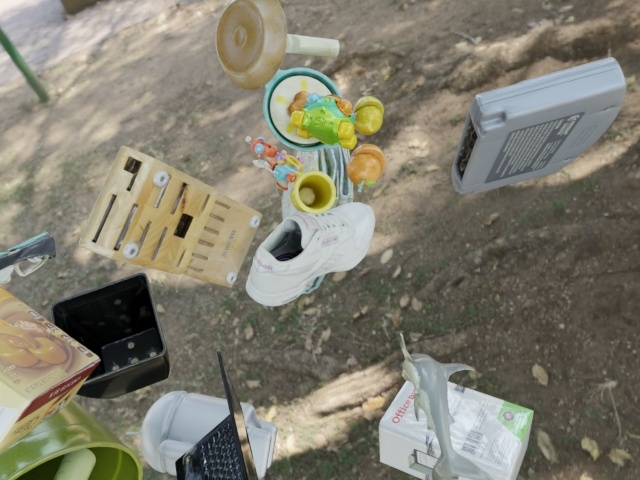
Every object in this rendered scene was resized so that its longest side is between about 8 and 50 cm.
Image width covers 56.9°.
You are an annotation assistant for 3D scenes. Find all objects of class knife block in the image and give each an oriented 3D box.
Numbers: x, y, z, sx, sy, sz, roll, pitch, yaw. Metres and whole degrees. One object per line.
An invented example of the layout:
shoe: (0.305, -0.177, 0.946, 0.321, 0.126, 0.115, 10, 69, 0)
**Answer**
knife block: (-0.199, -0.041, 0.615, 0.242, 0.276, 0.088, 21, 88, 24)

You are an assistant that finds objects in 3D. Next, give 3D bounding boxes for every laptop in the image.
laptop: (-0.163, 0.345, 0.857, 0.264, 0.137, 0.234, -43, 41, 18)

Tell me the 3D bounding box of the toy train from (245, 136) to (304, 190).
toy train: (-0.094, -0.148, 1.162, 0.125, 0.046, 0.166, 18, 24, -14)

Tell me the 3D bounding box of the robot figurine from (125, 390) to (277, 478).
robot figurine: (-0.292, 0.490, 1.472, 0.354, 0.300, 0.199, 9, 85, 8)

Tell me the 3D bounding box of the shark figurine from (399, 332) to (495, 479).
shark figurine: (0.205, 0.251, 0.971, 0.116, 0.166, 0.278, -13, 30, -1)

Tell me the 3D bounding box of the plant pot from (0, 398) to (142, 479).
plant pot: (-0.623, 0.453, 1.225, 0.366, 0.366, 0.353, -39, 51, -21)

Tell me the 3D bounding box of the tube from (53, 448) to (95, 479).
tube: (-0.472, 0.479, 1.057, 0.062, 0.070, 0.240, -3, 27, 1)

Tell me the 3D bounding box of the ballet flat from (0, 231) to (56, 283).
ballet flat: (-0.606, 0.044, 1.154, 0.074, 0.074, 0.203, 6, 21, 30)

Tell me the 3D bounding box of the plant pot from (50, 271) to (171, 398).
plant pot: (-0.388, 0.206, 1.153, 0.188, 0.167, 0.188, -20, 56, -9)

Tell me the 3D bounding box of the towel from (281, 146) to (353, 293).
towel: (-0.014, -0.092, 1.475, 0.090, 0.374, 0.320, 7, 51, -16)

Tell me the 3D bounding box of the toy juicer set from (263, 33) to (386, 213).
toy juicer set: (0.005, -0.220, 0.952, 0.209, 0.328, 0.089, -21, 2, -18)

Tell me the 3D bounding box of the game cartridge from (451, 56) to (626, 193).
game cartridge: (0.297, -0.149, 0.831, 0.198, 0.297, 0.062, -19, 75, 1)

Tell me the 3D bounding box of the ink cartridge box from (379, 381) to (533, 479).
ink cartridge box: (0.286, 0.415, 1.257, 0.273, 0.114, 0.198, 14, 32, 28)

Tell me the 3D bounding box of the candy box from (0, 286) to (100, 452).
candy box: (-0.433, 0.095, 0.670, 0.087, 0.316, 0.183, -53, 1, 2)

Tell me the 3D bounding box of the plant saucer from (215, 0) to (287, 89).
plant saucer: (-0.063, -0.169, 0.493, 0.083, 0.083, 0.015, 17, 18, 38)

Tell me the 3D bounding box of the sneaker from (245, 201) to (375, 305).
sneaker: (0.000, 0.000, 1.072, 0.114, 0.152, 0.305, 38, 53, 24)

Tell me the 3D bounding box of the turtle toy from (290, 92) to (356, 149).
turtle toy: (0.014, -0.179, 0.881, 0.095, 0.130, 0.066, 16, 85, 10)
